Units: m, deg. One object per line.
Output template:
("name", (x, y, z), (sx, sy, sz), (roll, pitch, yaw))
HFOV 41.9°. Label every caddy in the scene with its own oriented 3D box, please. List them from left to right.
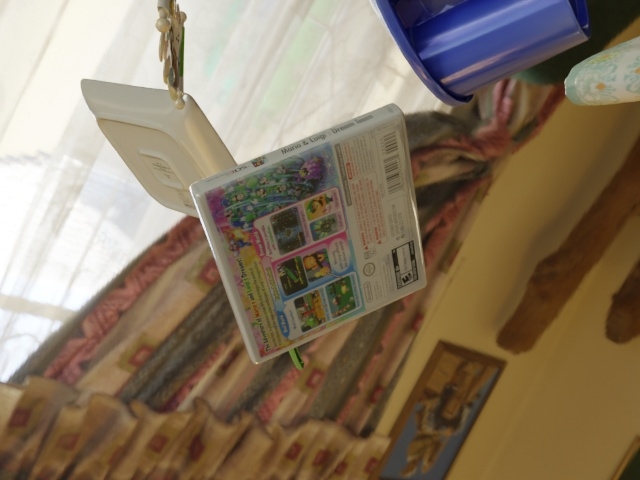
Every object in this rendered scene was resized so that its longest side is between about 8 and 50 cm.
("caddy", (0.121, -0.277, 0.771), (0.241, 0.179, 0.341), (54, -149, -29))

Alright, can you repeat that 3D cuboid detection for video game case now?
("video game case", (0.000, 0.000, 0.567), (0.019, 0.143, 0.157), (53, 162, 48))

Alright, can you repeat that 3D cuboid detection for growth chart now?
("growth chart", (-0.179, -0.257, 1.003), (0.021, 0.172, 0.237), (-1, 164, -5))

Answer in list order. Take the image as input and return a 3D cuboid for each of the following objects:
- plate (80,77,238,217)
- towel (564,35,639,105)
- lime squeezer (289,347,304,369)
("plate", (-0.227, -0.119, 1.274), (0.277, 0.045, 0.278), (15, 148, 40))
("towel", (0.659, -0.340, 1.452), (0.320, 0.374, 0.090), (0, 116, 59))
("lime squeezer", (-0.016, 0.115, 1.236), (0.110, 0.058, 0.310), (6, 150, -24))
